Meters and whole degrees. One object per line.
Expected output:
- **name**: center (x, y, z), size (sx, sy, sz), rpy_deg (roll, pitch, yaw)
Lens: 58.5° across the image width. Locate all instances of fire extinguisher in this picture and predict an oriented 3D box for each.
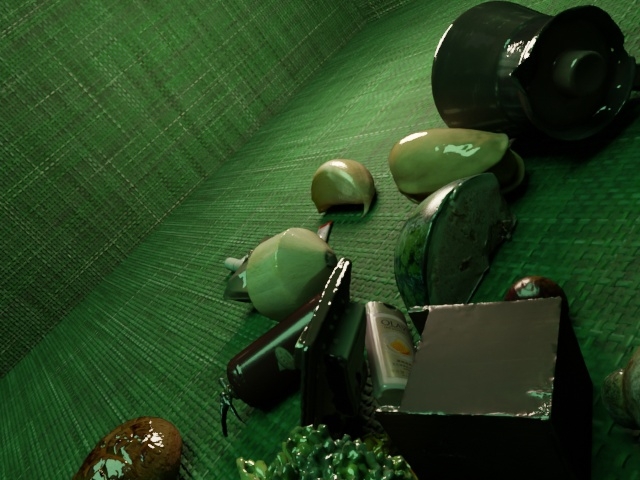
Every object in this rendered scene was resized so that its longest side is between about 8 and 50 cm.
- **fire extinguisher**: center (-0.074, 0.235, 1.117), size (0.337, 0.114, 0.135), rpy_deg (-37, 50, 6)

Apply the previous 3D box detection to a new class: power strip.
- **power strip**: center (0.029, 0.194, 0.897), size (0.092, 0.251, 0.257), rpy_deg (4, 28, 16)

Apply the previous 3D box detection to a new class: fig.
- **fig**: center (0.319, 0.088, 0.850), size (0.089, 0.088, 0.125), rpy_deg (-30, 2, 21)

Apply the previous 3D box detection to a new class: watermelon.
- **watermelon**: center (0.223, 0.024, 1.031), size (0.305, 0.180, 0.224), rpy_deg (-55, -17, -24)

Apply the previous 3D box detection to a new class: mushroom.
- **mushroom**: center (-0.386, 0.459, 1.136), size (0.253, 0.153, 0.253), rpy_deg (-33, 14, 9)

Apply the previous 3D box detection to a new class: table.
- **table**: center (0.202, 0.190, 0.681), size (0.193, 0.172, 0.169), rpy_deg (-9, 35, 33)

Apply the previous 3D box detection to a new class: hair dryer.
- **hair dryer**: center (-0.200, 0.034, 1.764), size (0.183, 0.044, 0.155), rpy_deg (-43, 24, -21)

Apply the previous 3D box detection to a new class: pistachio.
- **pistachio**: center (0.275, -0.157, 1.204), size (0.299, 0.187, 0.187), rpy_deg (3, 47, 45)

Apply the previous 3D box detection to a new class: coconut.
- **coconut**: center (-0.050, 0.075, 1.256), size (0.222, 0.202, 0.202), rpy_deg (-21, 29, 40)

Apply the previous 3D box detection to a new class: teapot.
- **teapot**: center (0.452, -0.336, 1.170), size (0.376, 0.305, 0.362), rpy_deg (-4, 18, -16)

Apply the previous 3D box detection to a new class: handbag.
- **handbag**: center (-0.145, 0.070, 1.511), size (0.183, 0.117, 0.270), rpy_deg (-5, 38, 32)

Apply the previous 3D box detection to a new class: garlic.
- **garlic**: center (0.068, -0.148, 1.605), size (0.245, 0.145, 0.164), rpy_deg (10, 85, 59)

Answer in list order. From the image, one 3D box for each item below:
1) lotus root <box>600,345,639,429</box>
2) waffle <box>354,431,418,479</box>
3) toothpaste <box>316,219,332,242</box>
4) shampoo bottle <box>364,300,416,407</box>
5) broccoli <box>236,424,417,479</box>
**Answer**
- **lotus root**: center (0.410, 0.137, 0.495), size (0.350, 0.175, 0.175), rpy_deg (-16, 32, 49)
- **waffle**: center (0.056, 0.361, 0.770), size (0.232, 0.051, 0.228), rpy_deg (-28, 29, 27)
- **toothpaste**: center (0.000, 0.000, 1.532), size (0.048, 0.031, 0.190), rpy_deg (-32, 21, 26)
- **shampoo bottle**: center (0.118, 0.187, 0.945), size (0.056, 0.086, 0.227), rpy_deg (-61, 14, 24)
- **broccoli**: center (-0.034, 0.386, 0.546), size (0.277, 0.317, 0.338), rpy_deg (-3, 54, -13)
